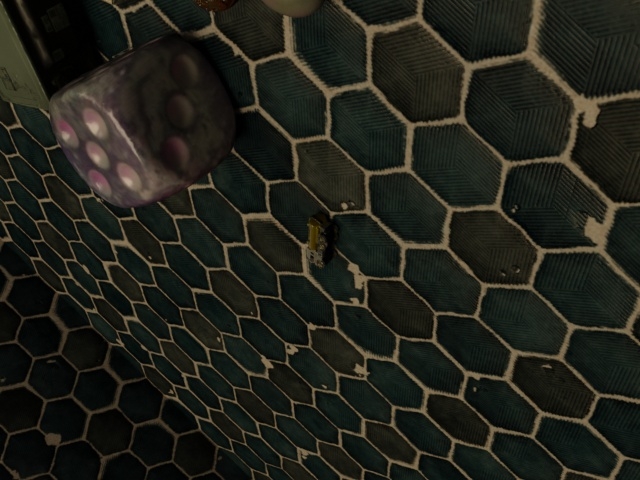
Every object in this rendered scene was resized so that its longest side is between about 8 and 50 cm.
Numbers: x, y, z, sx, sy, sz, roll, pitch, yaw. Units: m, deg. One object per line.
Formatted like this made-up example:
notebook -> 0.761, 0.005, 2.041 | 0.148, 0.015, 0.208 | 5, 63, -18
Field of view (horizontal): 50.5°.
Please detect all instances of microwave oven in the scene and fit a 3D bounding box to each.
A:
microwave oven -> -0.652, -0.470, 1.525 | 0.238, 0.181, 0.295 | 15, 136, 32

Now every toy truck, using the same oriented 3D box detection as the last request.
toy truck -> 0.000, 0.000, 1.480 | 0.063, 0.052, 0.123 | 31, 142, 24

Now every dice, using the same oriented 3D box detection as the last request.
dice -> -0.358, -0.243, 1.391 | 0.270, 0.270, 0.271 | -2, 124, 44

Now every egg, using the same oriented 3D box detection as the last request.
egg -> -0.051, -0.410, 1.066 | 0.135, 0.103, 0.103 | 37, 144, 11

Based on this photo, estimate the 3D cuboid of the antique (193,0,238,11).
antique -> -0.179, -0.442, 1.162 | 0.104, 0.104, 0.104 | 26, 141, 23

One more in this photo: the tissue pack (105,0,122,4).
tissue pack -> -0.428, -0.516, 1.352 | 0.095, 0.074, 0.058 | 27, 139, 17
